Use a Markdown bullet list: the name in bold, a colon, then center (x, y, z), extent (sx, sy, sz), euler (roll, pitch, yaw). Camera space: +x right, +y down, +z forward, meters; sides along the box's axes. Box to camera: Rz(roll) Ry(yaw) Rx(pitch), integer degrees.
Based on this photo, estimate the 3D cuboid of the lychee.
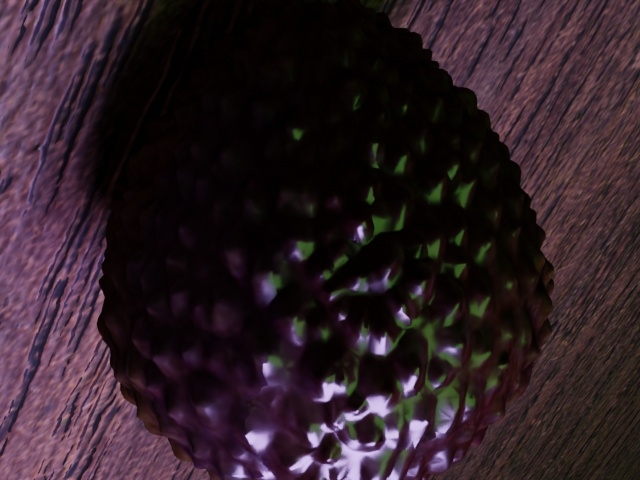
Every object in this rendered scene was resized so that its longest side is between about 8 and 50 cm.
- **lychee**: center (0.000, 0.000, 0.985), extent (0.271, 0.271, 0.271), euler (-39, 159, -18)
